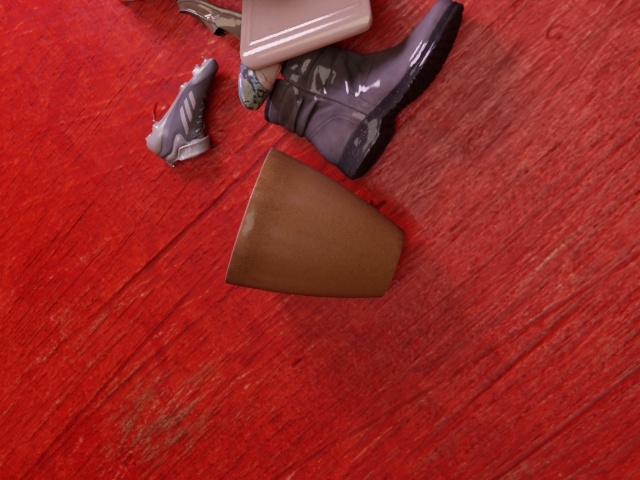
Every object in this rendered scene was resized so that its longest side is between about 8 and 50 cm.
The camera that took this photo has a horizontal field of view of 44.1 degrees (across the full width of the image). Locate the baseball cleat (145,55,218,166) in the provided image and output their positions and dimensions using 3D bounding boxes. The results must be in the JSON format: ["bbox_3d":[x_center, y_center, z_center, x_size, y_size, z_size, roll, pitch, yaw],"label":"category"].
[{"bbox_3d":[-0.222,-0.223,1.409,0.109,0.072,0.206,38,113,-7],"label":"baseball cleat"}]

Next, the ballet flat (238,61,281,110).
[{"bbox_3d":[-0.091,-0.298,1.298,0.070,0.070,0.188,-7,57,18],"label":"ballet flat"}]

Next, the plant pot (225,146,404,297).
[{"bbox_3d":[0.000,0.000,1.305,0.255,0.237,0.237,20,105,-1],"label":"plant pot"}]

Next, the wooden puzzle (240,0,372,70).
[{"bbox_3d":[-0.025,-0.395,1.276,0.221,0.044,0.238,-15,59,19],"label":"wooden puzzle"}]

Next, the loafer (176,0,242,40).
[{"bbox_3d":[-0.184,-0.381,1.365,0.148,0.056,0.050,19,98,13],"label":"loafer"}]

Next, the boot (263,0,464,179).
[{"bbox_3d":[0.058,-0.287,1.284,0.223,0.118,0.338,39,104,13],"label":"boot"}]
